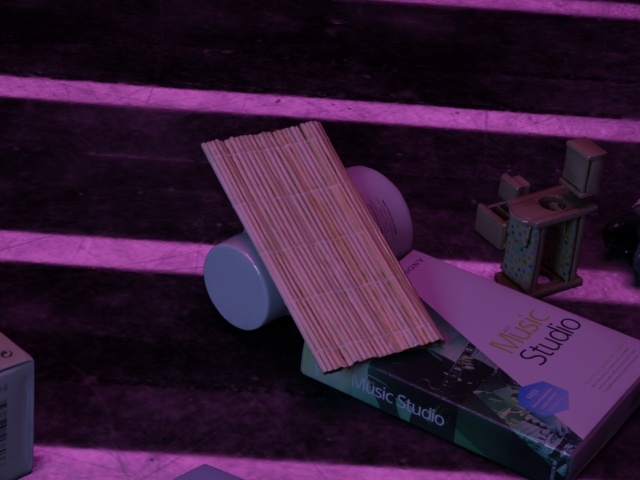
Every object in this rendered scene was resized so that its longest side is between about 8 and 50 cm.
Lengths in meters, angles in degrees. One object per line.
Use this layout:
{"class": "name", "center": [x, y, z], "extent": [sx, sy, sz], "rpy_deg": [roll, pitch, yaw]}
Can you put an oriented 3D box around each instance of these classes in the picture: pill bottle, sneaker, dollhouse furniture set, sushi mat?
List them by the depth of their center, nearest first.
{"class": "sushi mat", "center": [0.000, 0.000, 1.937], "extent": [0.151, 0.019, 0.316], "rpy_deg": [-15, 60, -26]}
{"class": "pill bottle", "center": [-0.015, 0.012, 2.025], "extent": [0.131, 0.131, 0.229], "rpy_deg": [29, 40, 33]}
{"class": "dollhouse furniture set", "center": [0.233, -0.051, 2.112], "extent": [0.101, 0.182, 0.161], "rpy_deg": [-15, 37, -29]}
{"class": "sneaker", "center": [0.423, 0.025, 2.124], "extent": [0.106, 0.078, 0.234], "rpy_deg": [-20, 36, -30]}

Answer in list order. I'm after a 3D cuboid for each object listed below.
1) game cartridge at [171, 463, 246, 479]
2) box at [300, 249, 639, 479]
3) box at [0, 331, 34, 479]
{"class": "game cartridge", "center": [-0.119, 0.316, 1.597], "extent": [0.198, 0.062, 0.297], "rpy_deg": [15, 33, 24]}
{"class": "box", "center": [0.174, 0.130, 1.932], "extent": [0.322, 0.058, 0.232], "rpy_deg": [21, 35, 26]}
{"class": "box", "center": [-0.421, 0.119, 1.784], "extent": [0.121, 0.148, 0.311], "rpy_deg": [-22, 42, -38]}
